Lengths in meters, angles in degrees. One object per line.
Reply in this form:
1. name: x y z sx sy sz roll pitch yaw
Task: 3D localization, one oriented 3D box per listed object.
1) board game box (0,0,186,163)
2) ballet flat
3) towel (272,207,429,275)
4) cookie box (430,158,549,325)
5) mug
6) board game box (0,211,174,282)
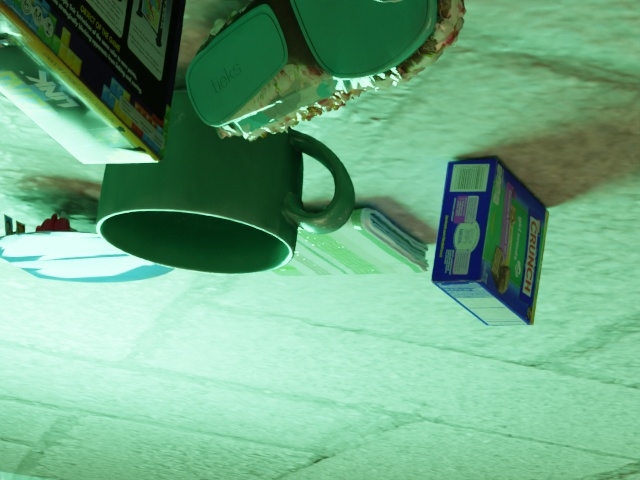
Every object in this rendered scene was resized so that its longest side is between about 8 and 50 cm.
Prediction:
1. board game box: -0.114 -0.130 0.680 0.048 0.141 0.170 -1 160 17
2. ballet flat: 0.012 -0.115 0.811 0.077 0.091 0.241 -17 -177 -35
3. towel: 0.000 0.000 1.227 0.152 0.023 0.113 -2 157 32
4. cookie box: 0.122 0.003 1.072 0.040 0.091 0.107 1 161 29
5. mug: -0.063 -0.041 0.998 0.158 0.097 0.129 10 161 -10
6. board game box: -0.202 0.001 1.282 0.133 0.033 0.169 -4 164 15
